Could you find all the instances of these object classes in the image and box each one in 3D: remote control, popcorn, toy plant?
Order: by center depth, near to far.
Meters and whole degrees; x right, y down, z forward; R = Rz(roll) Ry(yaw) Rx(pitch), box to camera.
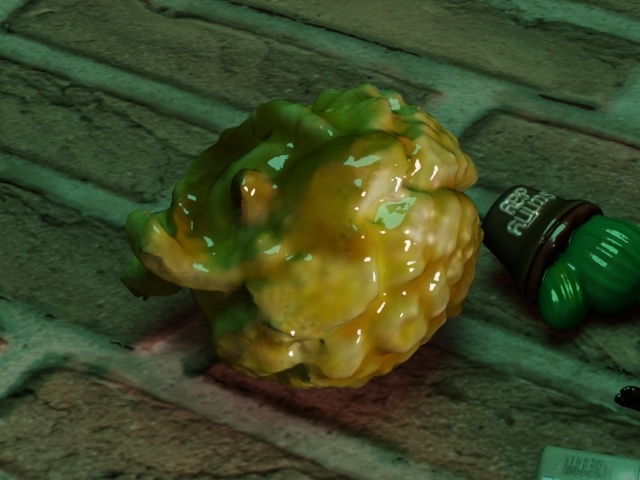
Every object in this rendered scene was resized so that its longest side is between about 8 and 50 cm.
[{"bbox_3d":[0.254,0.211,1.690,0.125,0.017,0.053,7,38,12],"label":"remote control"},{"bbox_3d":[-0.007,0.007,1.797,0.335,0.274,0.279,-45,80,8],"label":"popcorn"},{"bbox_3d":[0.253,0.024,1.872,0.200,0.105,0.143,33,59,25],"label":"toy plant"}]

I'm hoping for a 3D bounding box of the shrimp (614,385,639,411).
[{"bbox_3d":[0.298,0.188,1.666,0.195,0.035,0.148,-16,53,-38],"label":"shrimp"}]
